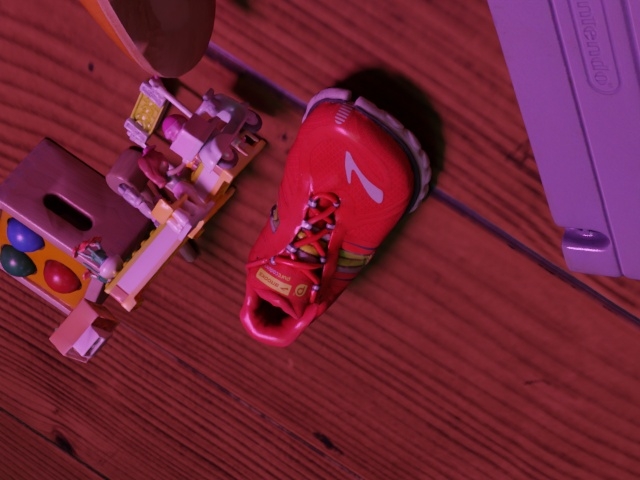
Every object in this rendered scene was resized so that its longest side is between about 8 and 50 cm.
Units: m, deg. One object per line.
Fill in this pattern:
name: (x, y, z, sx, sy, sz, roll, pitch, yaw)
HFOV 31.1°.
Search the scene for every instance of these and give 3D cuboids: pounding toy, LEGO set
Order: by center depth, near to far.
LEGO set: (-0.152, -0.031, 0.946, 0.107, 0.132, 0.287, 41, 124, 0)
pounding toy: (-0.212, -0.004, 1.066, 0.181, 0.094, 0.206, 35, 147, -1)

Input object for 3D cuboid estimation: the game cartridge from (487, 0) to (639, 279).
game cartridge: (0.190, -0.111, 0.527, 0.230, 0.068, 0.355, 4, 137, 32)

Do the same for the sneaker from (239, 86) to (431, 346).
sneaker: (0.000, 0.000, 0.868, 0.107, 0.118, 0.279, 29, 146, 6)

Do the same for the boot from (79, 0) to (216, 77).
boot: (-0.201, -0.244, 0.765, 0.211, 0.104, 0.295, 9, 135, 40)
